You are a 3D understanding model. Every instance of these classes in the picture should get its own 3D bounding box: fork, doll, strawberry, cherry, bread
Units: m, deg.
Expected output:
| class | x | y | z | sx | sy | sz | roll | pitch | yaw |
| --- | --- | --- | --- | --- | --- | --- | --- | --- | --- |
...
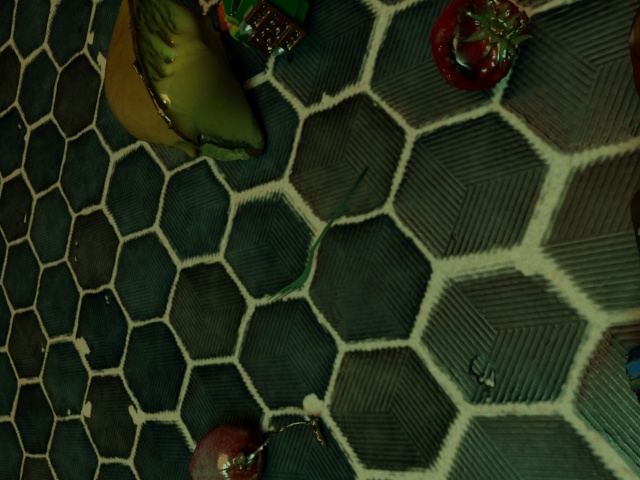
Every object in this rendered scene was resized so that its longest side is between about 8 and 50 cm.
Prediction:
| class | x | y | z | sx | sy | sz | roll | pitch | yaw |
| --- | --- | --- | --- | --- | --- | --- | --- | --- | --- |
| fork | 0.001 | 0.002 | 0.667 | 0.021 | 0.039 | 0.235 | 43 | 109 | 22 |
| doll | -0.081 | -0.336 | 0.684 | 0.186 | 0.106 | 0.134 | 40 | 106 | 46 |
| strawberry | 0.164 | -0.211 | 0.528 | 0.106 | 0.106 | 0.106 | -1 | 89 | 34 |
| cherry | -0.094 | 0.311 | 0.697 | 0.226 | 0.090 | 0.106 | -16 | 68 | 24 |
| bread | -0.215 | -0.224 | 0.717 | 0.163 | 0.204 | 0.262 | -28 | 70 | 28 |

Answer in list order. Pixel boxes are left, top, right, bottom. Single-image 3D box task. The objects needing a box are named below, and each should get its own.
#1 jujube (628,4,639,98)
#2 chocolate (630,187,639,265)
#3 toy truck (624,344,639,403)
| class | x | y | z | sx | sy | sz | roll | pitch | yaw |
| --- | --- | --- | --- | --- | --- | --- | --- | --- | --- |
| jujube | 0.364 | -0.160 | 0.339 | 0.255 | 0.190 | 0.189 | -26 | 75 | 20 |
| chocolate | 0.310 | 0.018 | 0.308 | 0.214 | 0.093 | 0.148 | -8 | 78 | 17 |
| toy truck | 0.327 | 0.166 | 0.365 | 0.208 | 0.126 | 0.113 | 64 | 146 | 18 |
